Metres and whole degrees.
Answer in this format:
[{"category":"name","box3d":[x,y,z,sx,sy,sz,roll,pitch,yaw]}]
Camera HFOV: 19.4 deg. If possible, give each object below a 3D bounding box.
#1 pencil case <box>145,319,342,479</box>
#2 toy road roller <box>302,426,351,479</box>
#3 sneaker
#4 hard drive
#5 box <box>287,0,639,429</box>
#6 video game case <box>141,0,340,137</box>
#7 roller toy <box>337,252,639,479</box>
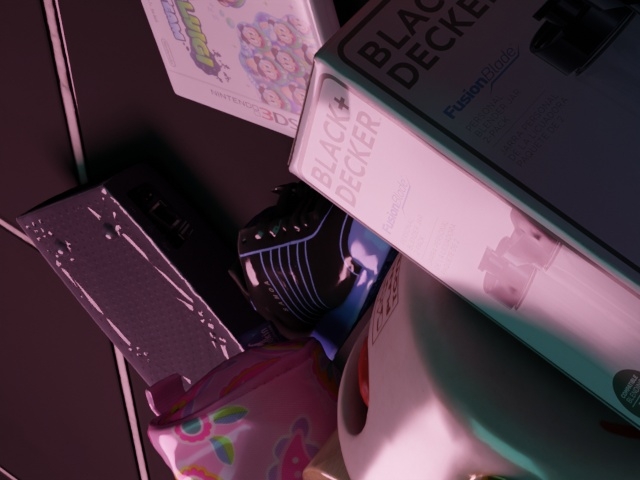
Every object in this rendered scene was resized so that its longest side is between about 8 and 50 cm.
[{"category":"pencil case","box3d":[0.002,0.194,1.107,0.124,0.124,0.284,-18,101,59]},{"category":"toy road roller","box3d":[0.154,0.198,1.042,0.329,0.202,0.240,37,162,11]},{"category":"sneaker","box3d":[0.000,0.000,1.091,0.090,0.081,0.232,34,153,3]},{"category":"hard drive","box3d":[-0.092,0.058,1.319,0.255,0.054,0.172,52,151,-14]},{"category":"box","box3d":[0.150,-0.020,0.775,0.290,0.169,0.087,38,152,14]},{"category":"video game case","box3d":[-0.046,-0.124,1.014,0.143,0.019,0.157,23,145,36]},{"category":"roller toy","box3d":[0.111,0.063,0.857,0.191,0.209,0.146,52,145,22]}]
